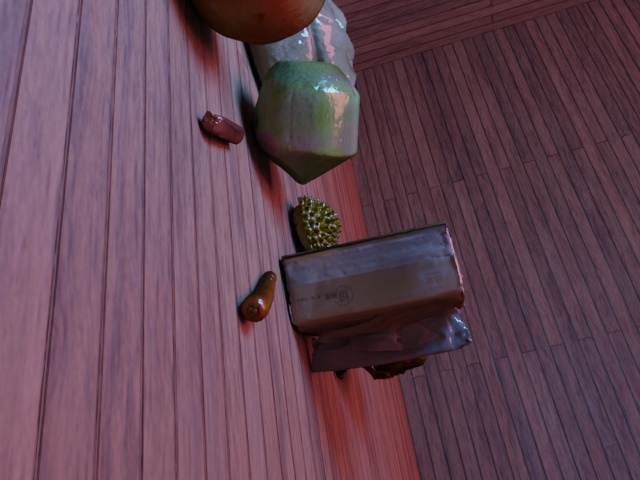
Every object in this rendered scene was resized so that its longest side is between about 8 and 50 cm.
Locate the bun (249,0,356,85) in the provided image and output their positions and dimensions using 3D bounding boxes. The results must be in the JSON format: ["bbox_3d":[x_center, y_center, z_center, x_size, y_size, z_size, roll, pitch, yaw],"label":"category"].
[{"bbox_3d":[-0.038,-0.448,1.503,0.365,0.219,0.365,-18,90,-80],"label":"bun"}]

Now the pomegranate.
[{"bbox_3d":[-0.081,-0.435,1.010,0.229,0.270,0.252,77,8,-69],"label":"pomegranate"}]

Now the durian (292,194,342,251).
[{"bbox_3d":[0.000,0.000,1.382,0.146,0.102,0.208,41,38,-86],"label":"durian"}]

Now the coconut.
[{"bbox_3d":[-0.027,-0.220,1.232,0.236,0.204,0.236,-178,-90,-74],"label":"coconut"}]

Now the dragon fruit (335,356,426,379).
[{"bbox_3d":[0.143,0.197,1.525,0.291,0.250,0.269,94,-9,-66],"label":"dragon fruit"}]

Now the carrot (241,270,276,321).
[{"bbox_3d":[-0.083,0.075,0.924,0.190,0.037,0.037,-79,154,-80],"label":"carrot"}]

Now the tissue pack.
[{"bbox_3d":[0.109,0.114,1.194,0.238,0.305,0.238,-12,90,-82],"label":"tissue pack"}]

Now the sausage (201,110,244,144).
[{"bbox_3d":[-0.140,-0.162,0.953,0.147,0.035,0.030,-11,118,-81],"label":"sausage"}]
